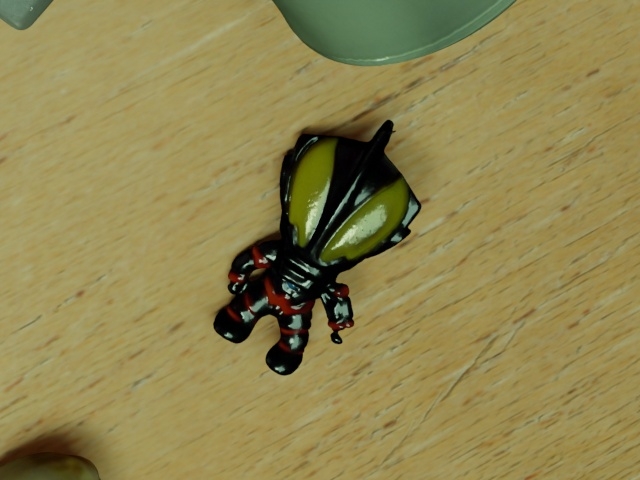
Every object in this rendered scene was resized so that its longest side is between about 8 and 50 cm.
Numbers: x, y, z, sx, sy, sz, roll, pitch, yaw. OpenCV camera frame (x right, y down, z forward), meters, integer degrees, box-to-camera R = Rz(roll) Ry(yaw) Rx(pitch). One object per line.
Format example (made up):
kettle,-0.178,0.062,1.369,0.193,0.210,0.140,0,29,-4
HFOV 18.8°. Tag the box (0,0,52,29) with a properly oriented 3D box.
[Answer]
box,-0.200,-0.289,1.539,0.103,0.055,0.244,38,97,-30

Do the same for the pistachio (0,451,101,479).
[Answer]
pistachio,-0.274,0.282,1.741,0.144,0.144,0.215,36,104,-30

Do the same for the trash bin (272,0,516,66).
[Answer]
trash bin,0.005,-0.329,1.433,0.280,0.280,0.432,-44,133,4

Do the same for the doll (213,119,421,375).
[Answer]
doll,0.001,0.002,1.736,0.127,0.088,0.249,27,106,-29
